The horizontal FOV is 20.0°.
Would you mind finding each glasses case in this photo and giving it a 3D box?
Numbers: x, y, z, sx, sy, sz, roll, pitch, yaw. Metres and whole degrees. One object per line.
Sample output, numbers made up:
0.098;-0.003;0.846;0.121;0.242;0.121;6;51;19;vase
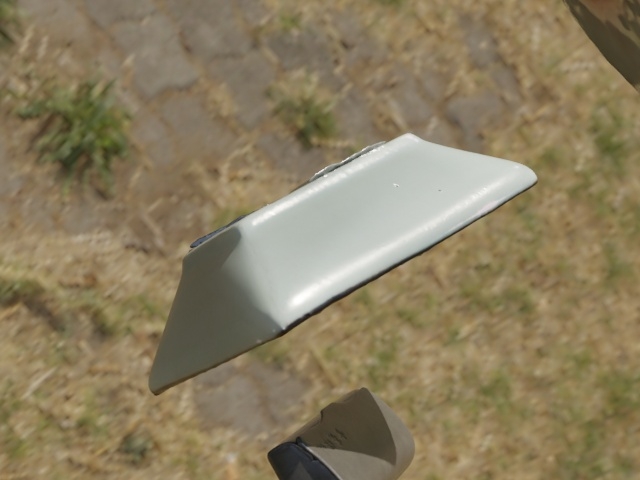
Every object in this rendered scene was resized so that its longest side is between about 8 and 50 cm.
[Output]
0.017;0.147;1.227;0.072;0.042;0.190;54;15;4;glasses case

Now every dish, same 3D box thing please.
0.000;0.000;1.186;0.243;0.182;0.080;-30;91;-36;dish

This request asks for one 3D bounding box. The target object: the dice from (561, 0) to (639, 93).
0.234;-0.171;0.735;0.243;0.251;0.259;-31;63;-10;dice
